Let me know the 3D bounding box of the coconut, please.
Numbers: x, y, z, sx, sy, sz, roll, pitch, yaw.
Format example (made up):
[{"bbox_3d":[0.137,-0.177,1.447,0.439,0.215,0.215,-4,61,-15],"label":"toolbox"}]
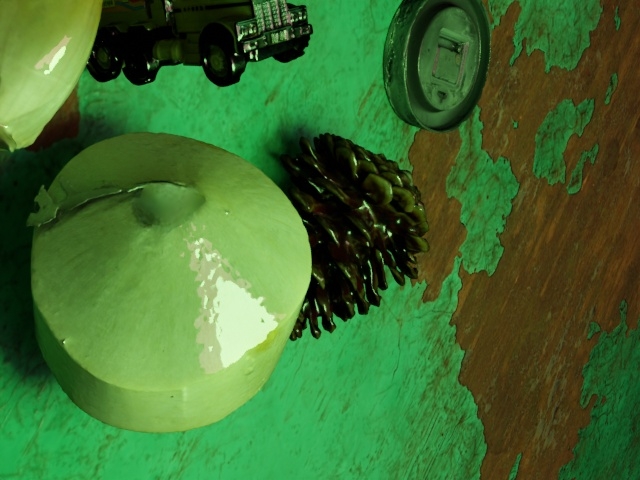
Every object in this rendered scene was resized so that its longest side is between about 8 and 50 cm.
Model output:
[{"bbox_3d":[-0.164,0.044,1.245,0.323,0.323,0.323,-20,117,-46],"label":"coconut"}]

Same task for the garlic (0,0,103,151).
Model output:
[{"bbox_3d":[-0.297,-0.259,1.079,0.313,0.249,0.286,-58,160,10],"label":"garlic"}]

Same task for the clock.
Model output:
[{"bbox_3d":[0.178,-0.276,1.781,0.226,0.049,0.226,-20,118,-45],"label":"clock"}]

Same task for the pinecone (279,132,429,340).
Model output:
[{"bbox_3d":[-0.001,0.000,1.529,0.292,0.246,0.246,-43,134,-13],"label":"pinecone"}]

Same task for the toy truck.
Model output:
[{"bbox_3d":[-0.135,-0.234,1.244,0.127,0.257,0.127,-24,117,-43],"label":"toy truck"}]
